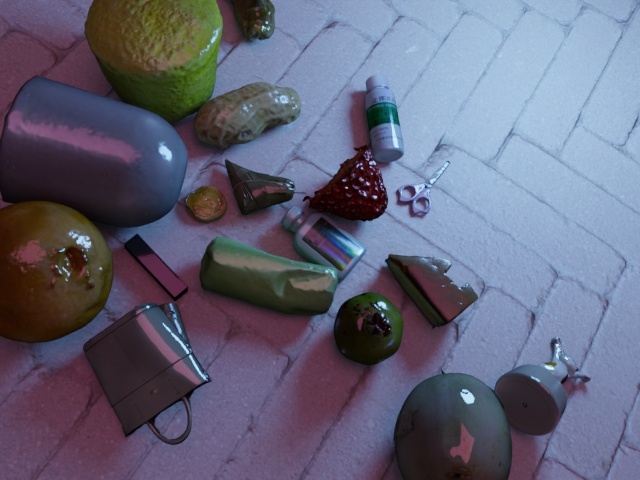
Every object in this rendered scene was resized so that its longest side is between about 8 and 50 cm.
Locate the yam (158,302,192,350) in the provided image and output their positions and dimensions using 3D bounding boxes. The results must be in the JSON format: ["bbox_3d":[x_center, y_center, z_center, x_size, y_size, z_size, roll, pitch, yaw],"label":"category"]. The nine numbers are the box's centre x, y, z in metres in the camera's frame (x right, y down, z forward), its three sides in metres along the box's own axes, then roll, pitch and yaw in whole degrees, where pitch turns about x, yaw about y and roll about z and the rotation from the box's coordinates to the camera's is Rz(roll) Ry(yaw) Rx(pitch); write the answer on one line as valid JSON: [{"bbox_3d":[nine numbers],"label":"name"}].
[{"bbox_3d":[-0.353,0.236,1.630,0.068,0.068,0.169,-16,68,-18],"label":"yam"}]

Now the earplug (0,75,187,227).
[{"bbox_3d":[-0.529,-0.189,1.637,0.394,0.312,0.312,16,65,-8],"label":"earplug"}]

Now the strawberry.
[{"bbox_3d":[0.092,-0.121,1.811,0.178,0.234,0.234,45,65,-8],"label":"strawberry"}]

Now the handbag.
[{"bbox_3d":[-0.387,0.318,1.554,0.241,0.109,0.315,-35,83,5],"label":"handbag"}]

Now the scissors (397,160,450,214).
[{"bbox_3d":[0.314,-0.163,1.968,0.110,0.021,0.212,40,65,9],"label":"scissors"}]

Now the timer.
[{"bbox_3d":[0.595,0.365,1.762,0.266,0.175,0.175,-27,75,-40],"label":"timer"}]

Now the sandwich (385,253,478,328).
[{"bbox_3d":[0.285,0.111,1.792,0.128,0.122,0.235,-33,78,-21],"label":"sandwich"}]

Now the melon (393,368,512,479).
[{"bbox_3d":[0.304,0.460,1.570,0.269,0.268,0.330,9,61,-9],"label":"melon"}]

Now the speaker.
[{"bbox_3d":[-0.414,0.069,1.698,0.191,0.040,0.046,45,67,7],"label":"speaker"}]

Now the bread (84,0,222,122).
[{"bbox_3d":[-0.426,-0.510,1.791,0.348,0.307,0.348,2,69,-5],"label":"bread"}]

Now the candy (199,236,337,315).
[{"bbox_3d":[-0.133,0.095,1.701,0.344,0.132,0.142,14,63,-6],"label":"candy"}]

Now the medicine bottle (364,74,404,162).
[{"bbox_3d":[0.182,-0.360,1.982,0.095,0.095,0.259,-3,67,-14],"label":"medicine bottle"}]

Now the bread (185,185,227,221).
[{"bbox_3d":[-0.304,-0.098,1.801,0.110,0.024,0.110,4,68,-11],"label":"bread"}]

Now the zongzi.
[{"bbox_3d":[-0.152,-0.174,1.829,0.189,0.081,0.178,-18,67,-7],"label":"zongzi"}]

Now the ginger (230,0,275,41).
[{"bbox_3d":[-0.212,-0.714,2.038,0.109,0.116,0.262,6,53,-55],"label":"ginger"}]

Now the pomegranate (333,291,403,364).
[{"bbox_3d":[0.126,0.228,1.669,0.179,0.210,0.179,-3,109,-10],"label":"pomegranate"}]

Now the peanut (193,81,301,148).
[{"bbox_3d":[-0.196,-0.352,1.872,0.325,0.140,0.153,-19,83,-22],"label":"peanut"}]

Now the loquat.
[{"bbox_3d":[-0.629,0.069,1.503,0.329,0.328,0.328,5,67,-11],"label":"loquat"}]

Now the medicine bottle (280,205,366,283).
[{"bbox_3d":[0.000,0.000,1.797,0.229,0.083,0.121,39,68,6],"label":"medicine bottle"}]
